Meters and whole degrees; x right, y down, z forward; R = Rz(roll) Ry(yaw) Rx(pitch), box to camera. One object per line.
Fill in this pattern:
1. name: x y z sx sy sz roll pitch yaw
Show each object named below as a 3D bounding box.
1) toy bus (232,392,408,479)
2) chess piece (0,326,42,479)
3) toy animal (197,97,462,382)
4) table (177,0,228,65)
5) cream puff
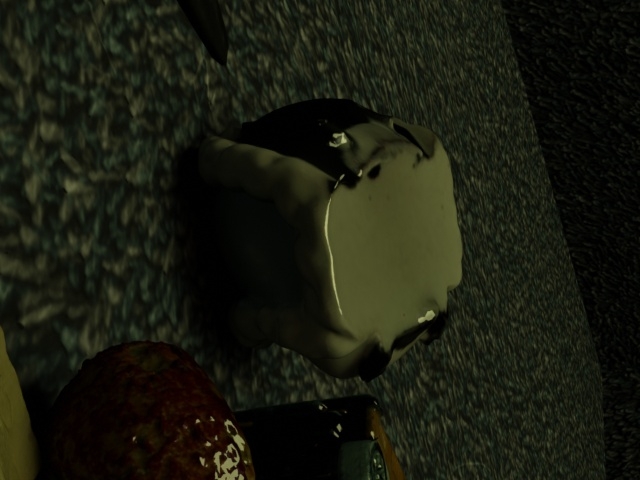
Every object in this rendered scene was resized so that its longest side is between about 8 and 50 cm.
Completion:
1. toy bus: -0.010 0.256 0.931 0.167 0.138 0.275 67 19 -44
2. chess piece: -0.165 0.100 0.620 0.200 0.090 0.090 -73 152 -77
3. toy animal: 0.000 0.000 1.068 0.208 0.156 0.204 -25 109 -56
4. table: -0.192 -0.165 0.442 0.317 0.317 0.249 -80 168 -47
5. cream puff: -0.096 0.127 0.739 0.084 0.149 0.149 -8 89 -34
